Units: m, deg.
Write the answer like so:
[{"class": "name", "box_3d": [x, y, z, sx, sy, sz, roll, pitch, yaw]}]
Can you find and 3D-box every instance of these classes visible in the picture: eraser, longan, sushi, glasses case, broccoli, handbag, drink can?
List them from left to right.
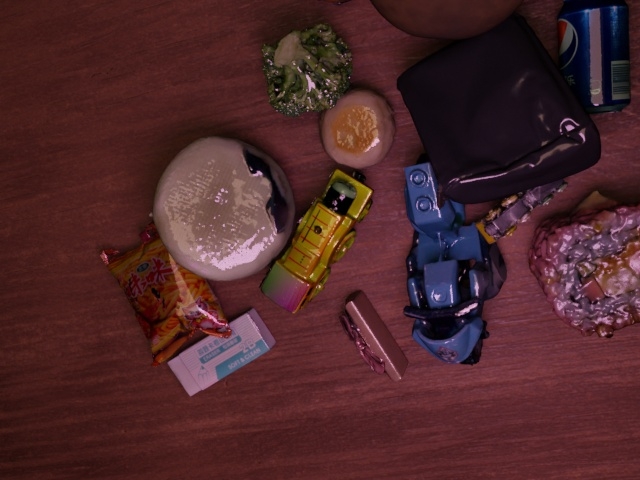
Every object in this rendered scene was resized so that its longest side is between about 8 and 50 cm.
[{"class": "eraser", "box_3d": [-0.213, 0.240, 1.462, 0.225, 0.052, 0.095, -32, 94, 15]}, {"class": "broccoli", "box_3d": [-0.027, -0.317, 1.266, 0.195, 0.156, 0.195, -1, 88, 16]}, {"class": "glasses case", "box_3d": [0.093, 0.206, 1.363, 0.070, 0.102, 0.193, -33, 92, 22]}, {"class": "longan", "box_3d": [0.203, -0.468, 1.064, 0.319, 0.319, 0.319, 2, 100, 12]}, {"class": "handbag", "box_3d": [0.294, -0.201, 1.171, 0.275, 0.178, 0.302, -28, 58, 16]}, {"class": "drink can", "box_3d": [0.473, -0.321, 1.174, 0.118, 0.118, 0.205, -2, 98, 13]}, {"class": "sushi", "box_3d": [0.511, 0.026, 1.201, 0.270, 0.171, 0.236, -21, 94, 13]}]

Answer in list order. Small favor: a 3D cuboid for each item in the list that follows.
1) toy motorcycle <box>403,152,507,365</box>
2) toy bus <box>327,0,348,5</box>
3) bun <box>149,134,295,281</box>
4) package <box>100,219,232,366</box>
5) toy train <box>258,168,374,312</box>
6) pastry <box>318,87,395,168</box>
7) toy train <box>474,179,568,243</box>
[{"class": "toy motorcycle", "box_3d": [0.231, 0.046, 1.234, 0.172, 0.232, 0.416, -8, 98, 25]}, {"class": "toy bus", "box_3d": [-0.008, -0.619, 1.187, 0.171, 0.162, 0.386, -5, 100, 33]}, {"class": "bun", "box_3d": [-0.189, -0.059, 1.348, 0.283, 0.179, 0.283, 0, 89, -7]}, {"class": "package", "box_3d": [-0.328, 0.108, 1.442, 0.223, 0.108, 0.288, -25, 86, 21]}, {"class": "toy train", "box_3d": [0.000, 0.000, 1.318, 0.100, 0.160, 0.296, 33, 105, 12]}, {"class": "pastry", "box_3d": [0.069, -0.213, 1.300, 0.156, 0.092, 0.156, 2, 95, 17]}, {"class": "toy train", "box_3d": [0.360, -0.066, 1.223, 0.202, 0.081, 0.060, -37, 89, -21]}]
